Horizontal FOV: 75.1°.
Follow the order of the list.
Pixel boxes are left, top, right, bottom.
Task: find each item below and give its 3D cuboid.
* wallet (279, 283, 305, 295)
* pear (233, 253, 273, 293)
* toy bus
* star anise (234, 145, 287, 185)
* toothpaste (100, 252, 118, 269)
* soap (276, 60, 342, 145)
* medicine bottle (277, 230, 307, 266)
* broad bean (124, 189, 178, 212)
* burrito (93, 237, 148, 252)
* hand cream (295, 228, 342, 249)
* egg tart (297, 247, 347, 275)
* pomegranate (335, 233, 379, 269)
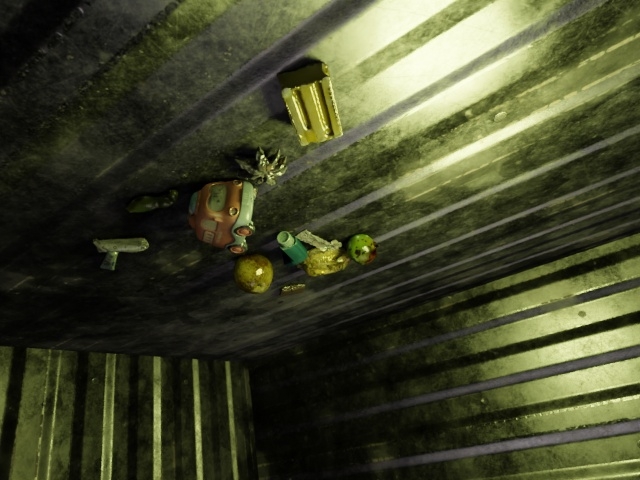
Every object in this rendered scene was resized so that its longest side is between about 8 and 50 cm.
[{"bbox_3d":[-0.169,0.296,2.504,0.152,0.039,0.118,-6,156,-19],"label":"wallet"},{"bbox_3d":[-0.325,0.167,2.008,0.197,0.198,0.197,-9,154,-4],"label":"pear"},{"bbox_3d":[-0.350,-0.094,1.483,0.231,0.194,0.288,11,150,-15],"label":"toy bus"},{"bbox_3d":[-0.192,-0.235,1.375,0.180,0.061,0.205,-4,154,-13],"label":"star anise"},{"bbox_3d":[-0.893,0.079,1.771,0.060,0.038,0.233,10,150,-30],"label":"toothpaste"},{"bbox_3d":[-0.023,-0.371,1.150,0.134,0.076,0.233,-14,153,6],"label":"soap"},{"bbox_3d":[-0.143,0.039,1.938,0.124,0.079,0.258,-12,154,9],"label":"medicine bottle"},{"bbox_3d":[-0.586,-0.131,1.444,0.213,0.048,0.070,-16,154,9],"label":"broad bean"},{"bbox_3d":[-0.793,0.019,1.660,0.202,0.064,0.064,-2,153,-16],"label":"burrito"},{"bbox_3d":[0.000,0.004,1.965,0.256,0.050,0.084,16,146,-39],"label":"hand cream"},{"bbox_3d":[0.014,0.118,2.148,0.278,0.095,0.279,-8,153,-4],"label":"egg tart"},{"bbox_3d":[0.179,0.066,2.014,0.220,0.156,0.156,-48,143,14],"label":"pomegranate"}]
